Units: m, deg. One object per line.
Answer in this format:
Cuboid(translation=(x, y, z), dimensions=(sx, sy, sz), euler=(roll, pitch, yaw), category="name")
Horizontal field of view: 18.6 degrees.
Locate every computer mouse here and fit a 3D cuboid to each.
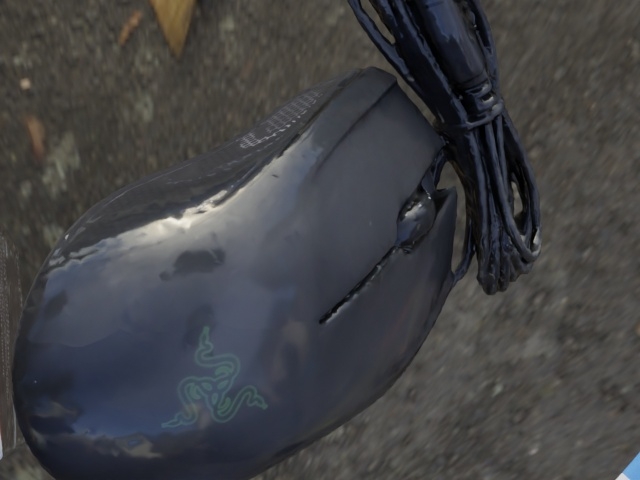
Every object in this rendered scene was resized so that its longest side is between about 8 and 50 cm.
Cuboid(translation=(0.000, 0.000, 0.748), dimensions=(0.272, 0.072, 0.188), euler=(-40, 122, -33), category="computer mouse")

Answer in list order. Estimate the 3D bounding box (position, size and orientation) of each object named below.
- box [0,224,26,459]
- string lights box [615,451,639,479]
Cuboid(translation=(-0.317, 0.087, 1.594), dimensions=(0.143, 0.381, 0.191), euler=(-3, 87, -7), category="box")
Cuboid(translation=(0.351, 0.150, 1.586), dimensions=(0.077, 0.133, 0.259), euler=(41, 93, 29), category="string lights box")
